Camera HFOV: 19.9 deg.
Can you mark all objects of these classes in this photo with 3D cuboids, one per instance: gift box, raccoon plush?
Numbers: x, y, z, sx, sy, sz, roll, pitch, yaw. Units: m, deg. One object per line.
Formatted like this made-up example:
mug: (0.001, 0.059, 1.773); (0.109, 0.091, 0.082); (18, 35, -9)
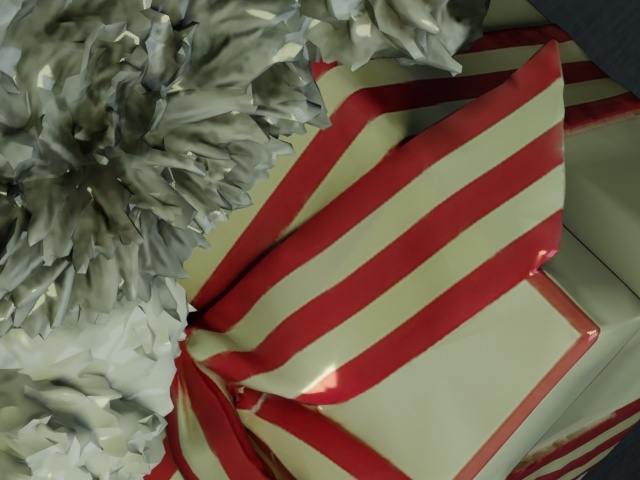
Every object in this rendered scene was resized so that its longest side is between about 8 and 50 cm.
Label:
gift box: (0.000, 0.000, 0.692); (0.258, 0.255, 0.276); (-15, 141, -58)
raccoon plush: (-0.171, -0.065, 0.400); (0.446, 0.216, 0.299); (32, 96, -35)
